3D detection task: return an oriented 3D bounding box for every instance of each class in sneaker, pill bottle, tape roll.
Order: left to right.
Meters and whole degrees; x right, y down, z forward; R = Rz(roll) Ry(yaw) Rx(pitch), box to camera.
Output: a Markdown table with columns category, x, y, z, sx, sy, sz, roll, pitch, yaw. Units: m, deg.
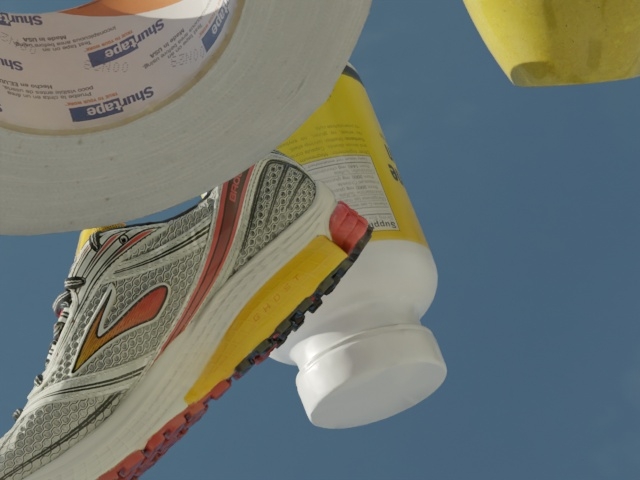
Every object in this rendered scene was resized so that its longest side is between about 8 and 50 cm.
| category | x | y | z | sx | sy | sz | roll | pitch | yaw |
| --- | --- | --- | --- | --- | --- | --- | --- | --- | --- |
| tape roll | -0.091 | -0.103 | 0.667 | 0.219 | 0.072 | 0.219 | -13 | -42 | -11 |
| sneaker | -0.085 | 0.045 | 0.803 | 0.093 | 0.088 | 0.225 | 45 | -107 | 4 |
| pill bottle | 0.000 | 0.000 | 0.978 | 0.103 | 0.103 | 0.184 | -10 | -116 | -21 |

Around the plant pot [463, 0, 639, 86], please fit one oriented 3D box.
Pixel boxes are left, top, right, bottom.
| category | x | y | z | sx | sy | sz | roll | pitch | yaw |
| --- | --- | --- | --- | --- | --- | --- | --- | --- | --- |
| plant pot | 0.132 | -0.131 | 0.990 | 0.134 | 0.134 | 0.095 | -8 | -81 | -21 |
